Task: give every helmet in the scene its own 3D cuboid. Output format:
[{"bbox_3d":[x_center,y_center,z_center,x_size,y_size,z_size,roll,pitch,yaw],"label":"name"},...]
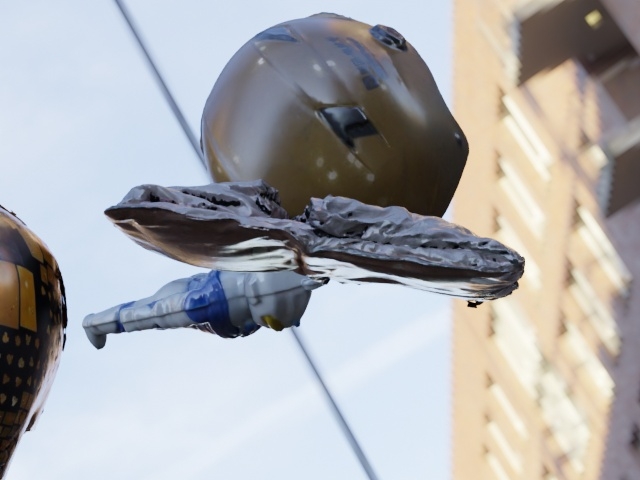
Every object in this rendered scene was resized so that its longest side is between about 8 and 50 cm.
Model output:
[{"bbox_3d":[-0.008,-0.074,1.470,0.198,0.224,0.130,-49,-23,16],"label":"helmet"}]

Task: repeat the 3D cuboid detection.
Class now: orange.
[{"bbox_3d":[-0.239,0.076,1.100,0.234,0.182,0.234,-54,5,7],"label":"orange"}]

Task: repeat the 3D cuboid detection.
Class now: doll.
[{"bbox_3d":[-0.074,0.046,1.382,0.114,0.057,0.227,-11,-3,-38],"label":"doll"}]

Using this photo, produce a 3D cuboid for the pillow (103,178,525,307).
[{"bbox_3d":[0.000,0.000,1.187,0.248,0.049,0.135,10,-11,7],"label":"pillow"}]
